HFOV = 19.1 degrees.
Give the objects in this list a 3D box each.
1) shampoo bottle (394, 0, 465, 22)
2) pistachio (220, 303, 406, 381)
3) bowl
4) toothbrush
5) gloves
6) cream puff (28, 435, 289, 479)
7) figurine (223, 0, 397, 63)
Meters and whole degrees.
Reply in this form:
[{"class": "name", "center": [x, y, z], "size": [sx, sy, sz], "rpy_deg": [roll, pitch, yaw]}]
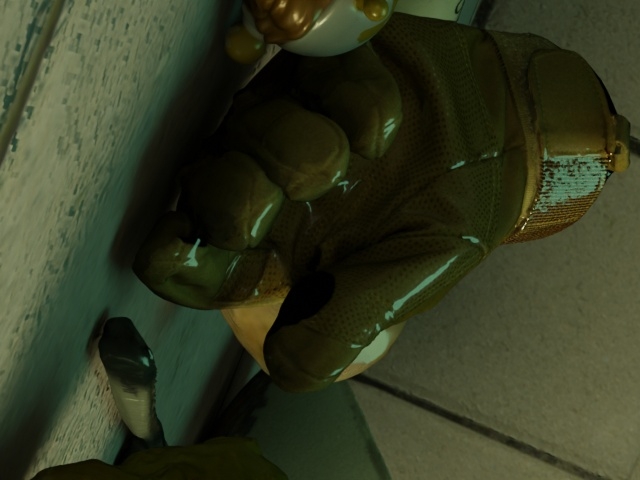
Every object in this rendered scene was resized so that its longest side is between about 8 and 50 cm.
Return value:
[{"class": "shampoo bottle", "center": [0.040, -0.134, 1.149], "size": [0.085, 0.085, 0.262], "rpy_deg": [-62, 173, -49]}, {"class": "pistachio", "center": [0.000, 0.000, 1.078], "size": [0.124, 0.124, 0.185], "rpy_deg": [106, 8, -56]}, {"class": "bowl", "center": [-0.010, 0.292, 1.547], "size": [0.435, 0.196, 0.434], "rpy_deg": [158, -90, -88]}, {"class": "toothbrush", "center": [-0.096, 0.089, 0.987], "size": [0.030, 0.030, 0.297], "rpy_deg": [-56, 173, -16]}, {"class": "gloves", "center": [0.020, -0.033, 0.939], "size": [0.331, 0.141, 0.154], "rpy_deg": [-16, 128, -48]}, {"class": "cream puff", "center": [-0.036, 0.203, 0.747], "size": [0.185, 0.282, 0.282], "rpy_deg": [-41, -166, 39]}, {"class": "figurine", "center": [-0.004, -0.118, 0.865], "size": [0.101, 0.068, 0.143], "rpy_deg": [-59, -170, -19]}]
